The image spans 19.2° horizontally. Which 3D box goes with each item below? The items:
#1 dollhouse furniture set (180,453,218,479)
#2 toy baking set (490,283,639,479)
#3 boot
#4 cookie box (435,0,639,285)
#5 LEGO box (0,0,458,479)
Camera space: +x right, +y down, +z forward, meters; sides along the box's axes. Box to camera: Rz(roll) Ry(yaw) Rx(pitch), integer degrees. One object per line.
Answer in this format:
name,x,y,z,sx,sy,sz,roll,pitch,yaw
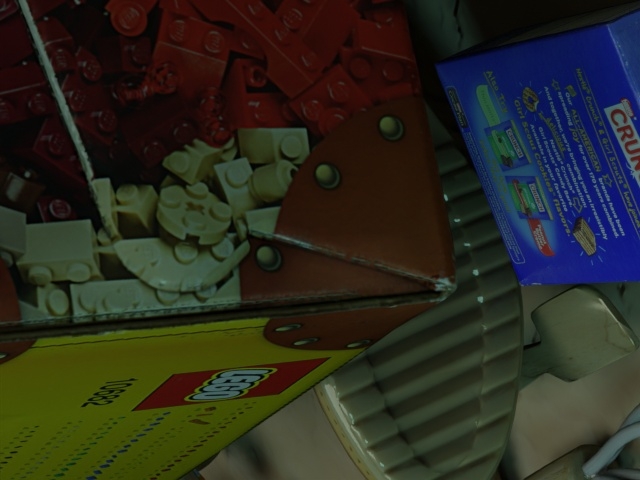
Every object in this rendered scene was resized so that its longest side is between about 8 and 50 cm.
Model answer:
dollhouse furniture set,-0.040,0.252,1.114,0.212,0.161,0.242,48,128,26
toy baking set,0.112,0.110,0.779,0.197,0.030,0.256,12,131,50
boot,0.000,0.000,0.794,0.207,0.090,0.248,133,123,-71
cookie box,0.097,-0.032,0.653,0.107,0.040,0.092,-3,111,62
LEGO box,-0.160,-0.079,0.772,0.500,0.193,0.372,140,123,-63
